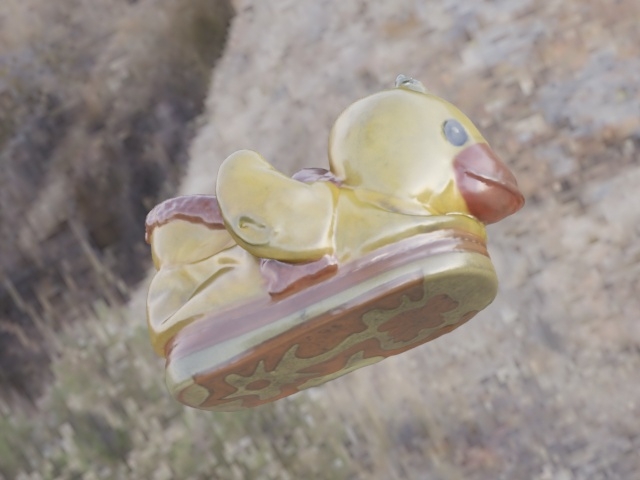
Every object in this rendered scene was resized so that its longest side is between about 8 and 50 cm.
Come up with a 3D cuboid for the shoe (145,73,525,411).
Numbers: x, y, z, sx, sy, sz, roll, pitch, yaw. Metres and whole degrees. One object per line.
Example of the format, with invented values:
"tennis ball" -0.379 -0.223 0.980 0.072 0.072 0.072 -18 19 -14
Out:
"shoe" -0.003 0.000 0.532 0.109 0.072 0.069 -38 59 28
